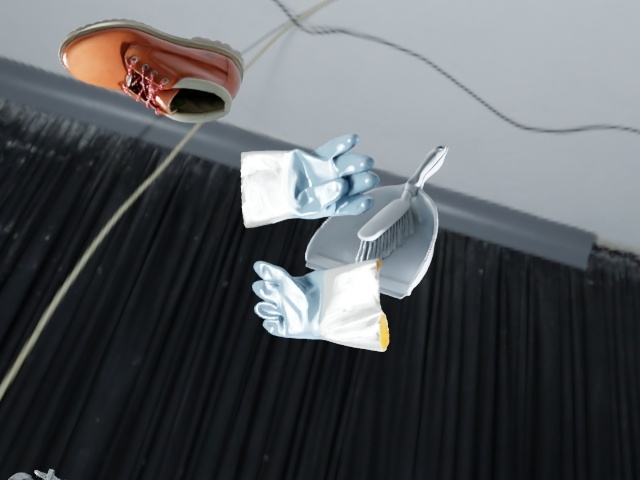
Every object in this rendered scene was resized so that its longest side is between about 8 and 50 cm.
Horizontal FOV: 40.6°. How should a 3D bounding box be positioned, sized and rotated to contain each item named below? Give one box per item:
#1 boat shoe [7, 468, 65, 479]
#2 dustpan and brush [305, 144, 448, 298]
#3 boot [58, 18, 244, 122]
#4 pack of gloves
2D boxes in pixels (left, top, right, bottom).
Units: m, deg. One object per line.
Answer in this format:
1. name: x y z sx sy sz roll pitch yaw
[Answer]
1. boat shoe: -0.156 0.156 0.470 0.184 0.066 0.063 -7 104 33
2. dustpan and brush: 0.092 -0.036 0.997 0.147 0.211 0.060 18 136 35
3. boot: -0.145 -0.139 0.726 0.158 0.084 0.059 6 130 -5
4. pack of gloves: 0.000 0.000 0.852 0.046 0.194 0.232 -2 180 -35
